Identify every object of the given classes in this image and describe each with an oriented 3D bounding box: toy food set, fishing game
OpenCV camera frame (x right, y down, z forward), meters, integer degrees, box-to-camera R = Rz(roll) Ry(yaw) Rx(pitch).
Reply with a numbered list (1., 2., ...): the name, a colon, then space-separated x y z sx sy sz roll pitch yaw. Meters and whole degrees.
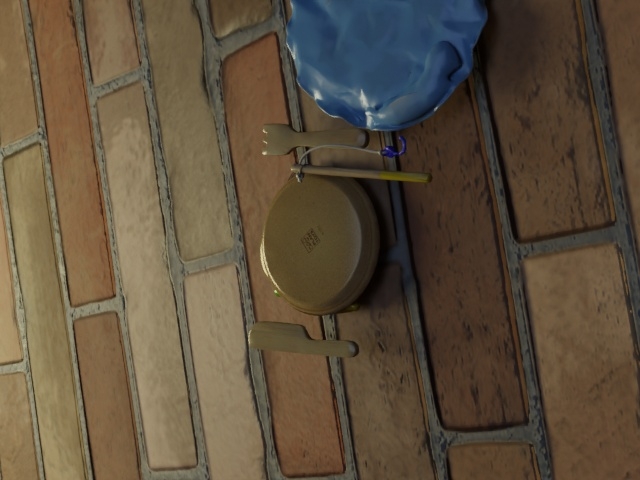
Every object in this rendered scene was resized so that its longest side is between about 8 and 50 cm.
1. toy food set: 0.000 0.000 1.027 0.132 0.038 0.192 5 91 38
2. fishing game: 0.054 -0.175 0.951 0.189 0.041 0.264 1 88 38
